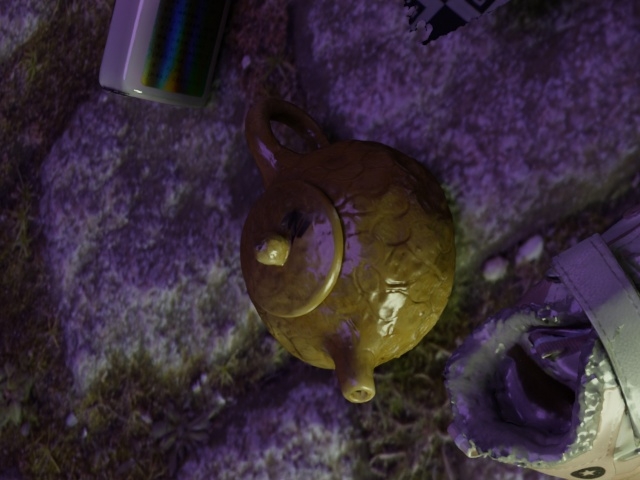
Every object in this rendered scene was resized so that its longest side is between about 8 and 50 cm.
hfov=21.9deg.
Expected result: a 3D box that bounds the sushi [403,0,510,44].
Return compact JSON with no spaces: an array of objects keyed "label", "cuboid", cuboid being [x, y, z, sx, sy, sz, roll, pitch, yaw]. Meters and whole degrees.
[{"label":"sushi","cuboid":[0.172,-0.315,1.389,0.264,0.050,0.290,-26,56,21]}]

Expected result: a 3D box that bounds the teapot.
[{"label":"teapot","cuboid":[0.000,0.000,1.450,0.203,0.167,0.311,-38,60,34]}]

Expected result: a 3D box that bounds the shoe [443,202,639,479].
[{"label":"shoe","cuboid":[0.247,0.059,1.192,0.351,0.198,0.172,-54,54,26]}]

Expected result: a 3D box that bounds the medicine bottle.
[{"label":"medicine bottle","cuboid":[-0.144,-0.245,1.647,0.078,0.115,0.219,20,98,44]}]
